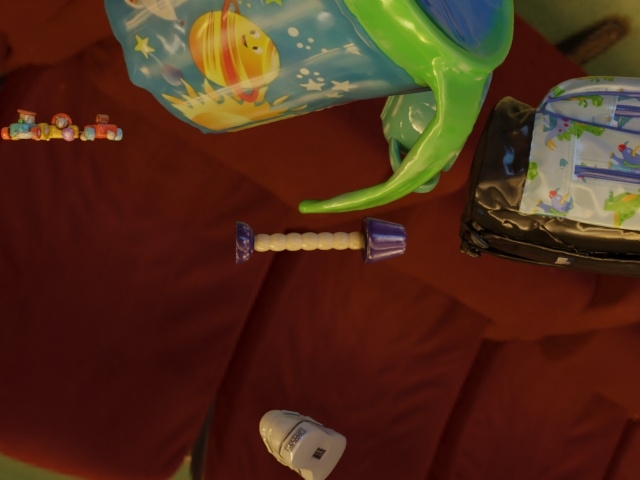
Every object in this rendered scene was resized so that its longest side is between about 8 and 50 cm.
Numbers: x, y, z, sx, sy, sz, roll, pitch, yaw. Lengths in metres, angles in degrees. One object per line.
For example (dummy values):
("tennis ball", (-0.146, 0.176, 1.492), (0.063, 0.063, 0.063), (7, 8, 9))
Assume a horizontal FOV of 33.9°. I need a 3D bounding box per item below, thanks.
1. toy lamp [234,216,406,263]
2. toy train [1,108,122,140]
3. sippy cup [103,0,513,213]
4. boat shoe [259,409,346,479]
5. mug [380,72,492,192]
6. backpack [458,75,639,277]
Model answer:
("toy lamp", (0.000, 0.000, 1.689), (0.275, 0.080, 0.080), (1, 149, -7))
("toy train", (-0.389, -0.173, 1.572), (0.166, 0.046, 0.125), (-2, -176, -38))
("sippy cup", (-0.019, -0.184, 0.719), (0.224, 0.305, 0.240), (-20, 136, 31))
("boat shoe", (-0.032, 0.325, 1.675), (0.088, 0.096, 0.267), (33, 175, 23))
("mug", (0.124, -0.148, 1.200), (0.097, 0.157, 0.129), (24, 131, -1))
("backpack", (0.355, -0.063, 1.162), (0.355, 0.273, 0.290), (19, 173, 11))
